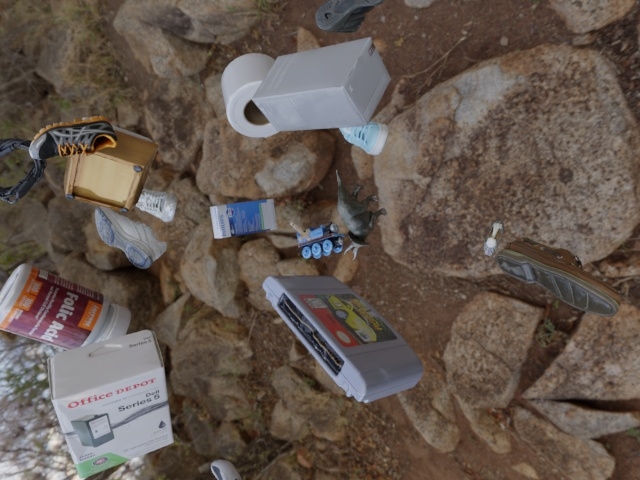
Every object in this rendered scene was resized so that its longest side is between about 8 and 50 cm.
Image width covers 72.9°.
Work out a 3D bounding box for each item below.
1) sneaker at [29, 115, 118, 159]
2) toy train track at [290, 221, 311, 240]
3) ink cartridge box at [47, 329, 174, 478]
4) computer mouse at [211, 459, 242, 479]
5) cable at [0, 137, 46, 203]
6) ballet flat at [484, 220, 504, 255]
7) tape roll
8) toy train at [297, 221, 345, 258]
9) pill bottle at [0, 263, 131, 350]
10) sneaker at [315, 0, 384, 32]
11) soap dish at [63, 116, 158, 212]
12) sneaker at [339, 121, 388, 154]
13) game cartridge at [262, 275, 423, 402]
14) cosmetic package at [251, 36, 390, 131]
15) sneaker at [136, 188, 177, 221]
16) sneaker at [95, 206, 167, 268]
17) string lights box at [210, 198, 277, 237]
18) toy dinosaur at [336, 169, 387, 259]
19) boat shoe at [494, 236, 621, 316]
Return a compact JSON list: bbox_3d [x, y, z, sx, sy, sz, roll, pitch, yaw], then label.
[{"bbox_3d":[-0.628,-0.253,1.113,0.083,0.214,0.084,49,146,10],"label":"sneaker"},{"bbox_3d":[-0.062,-0.030,1.334,0.083,0.048,0.014,41,165,15],"label":"toy train track"},{"bbox_3d":[-0.430,0.343,0.912,0.115,0.198,0.273,48,141,44],"label":"ink cartridge box"},{"bbox_3d":[-0.275,0.755,1.360,0.193,0.042,0.106,35,-170,33],"label":"computer mouse"},{"bbox_3d":[-0.865,-0.207,1.208,0.150,0.185,0.047,34,172,-12],"label":"cable"},{"bbox_3d":[0.529,-0.011,1.326,0.041,0.114,0.041,24,173,3],"label":"ballet flat"},{"bbox_3d":[-0.227,-0.520,1.568,0.246,0.246,0.169,82,172,-56],"label":"tape roll"},{"bbox_3d":[0.000,0.000,1.492,0.184,0.080,0.105,-18,76,40],"label":"toy train"},{"bbox_3d":[-0.899,0.258,1.523,0.392,0.224,0.224,34,180,-35],"label":"pill bottle"},{"bbox_3d":[0.106,-0.636,1.164,0.087,0.227,0.130,63,-154,-6],"label":"sneaker"},{"bbox_3d":[-0.650,-0.215,1.324,0.291,0.228,0.118,-46,37,43],"label":"soap dish"},{"bbox_3d":[0.157,-0.437,1.774,0.366,0.150,0.135,-125,47,-68],"label":"sneaker"},{"bbox_3d":[0.044,0.160,0.799,0.196,0.060,0.294,10,-155,-48],"label":"game cartridge"},{"bbox_3d":[-0.002,-0.289,0.825,0.237,0.127,0.107,13,157,38],"label":"cosmetic package"},{"bbox_3d":[-0.606,-0.130,1.570,0.290,0.123,0.106,12,91,55],"label":"sneaker"},{"bbox_3d":[-0.689,-0.022,1.567,0.297,0.129,0.111,40,127,5],"label":"sneaker"},{"bbox_3d":[-0.317,-0.093,1.809,0.076,0.259,0.134,1,100,55],"label":"string lights box"},{"bbox_3d":[0.125,-0.093,1.487,0.121,0.160,0.314,12,137,47],"label":"toy dinosaur"},{"bbox_3d":[0.575,0.067,1.041,0.307,0.104,0.111,36,161,50],"label":"boat shoe"}]
